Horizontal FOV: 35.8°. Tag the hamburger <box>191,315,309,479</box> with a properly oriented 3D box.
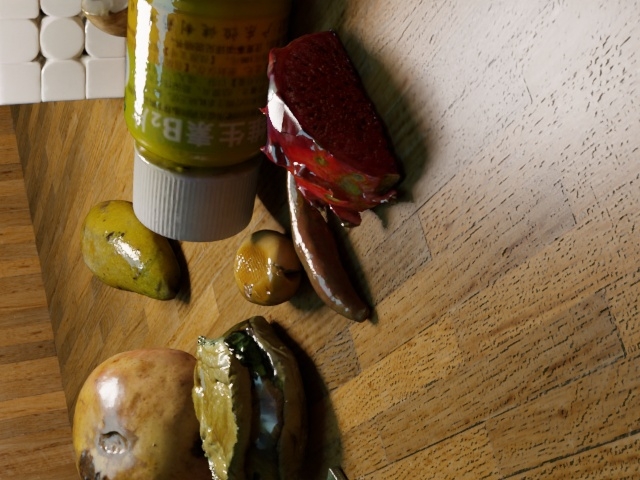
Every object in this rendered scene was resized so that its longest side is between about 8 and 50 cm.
[{"bbox_3d":[-0.109,0.257,1.539,0.285,0.134,0.265,-126,34,-57],"label":"hamburger"}]

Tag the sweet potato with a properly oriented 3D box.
[{"bbox_3d":[-0.004,0.002,1.323,0.255,0.058,0.078,70,155,18],"label":"sweet potato"}]

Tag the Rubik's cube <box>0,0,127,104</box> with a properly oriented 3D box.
[{"bbox_3d":[-0.597,-0.486,2.179,0.291,0.290,0.291,-130,40,-51],"label":"Rubik's cube"}]

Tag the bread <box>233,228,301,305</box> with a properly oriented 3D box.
[{"bbox_3d":[-0.073,0.042,1.468,0.189,0.077,0.114,9,85,65],"label":"bread"}]

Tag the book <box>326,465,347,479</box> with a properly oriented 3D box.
[{"bbox_3d":[0.053,0.448,1.371,0.228,0.024,0.160,54,140,47],"label":"book"}]

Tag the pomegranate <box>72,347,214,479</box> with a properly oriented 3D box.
[{"bbox_3d":[-0.299,0.352,1.792,0.322,0.322,0.322,29,122,60],"label":"pomegranate"}]

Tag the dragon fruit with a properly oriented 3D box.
[{"bbox_3d":[-0.014,-0.120,1.234,0.274,0.126,0.161,68,151,30],"label":"dragon fruit"}]

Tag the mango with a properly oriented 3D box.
[{"bbox_3d":[-0.398,0.021,2.057,0.176,0.175,0.329,44,173,-30],"label":"mango"}]

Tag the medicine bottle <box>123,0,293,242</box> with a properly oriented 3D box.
[{"bbox_3d":[-0.169,-0.206,1.425,0.224,0.224,0.384,53,142,47],"label":"medicine bottle"}]

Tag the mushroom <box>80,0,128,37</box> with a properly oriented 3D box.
[{"bbox_3d":[-0.248,-0.399,1.561,0.156,0.285,0.151,27,153,26],"label":"mushroom"}]
